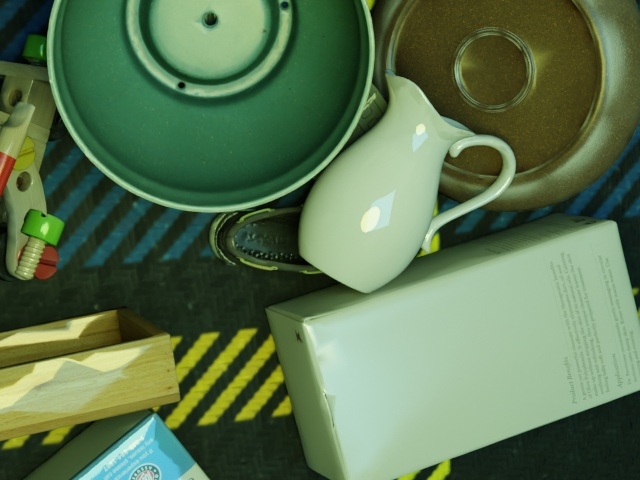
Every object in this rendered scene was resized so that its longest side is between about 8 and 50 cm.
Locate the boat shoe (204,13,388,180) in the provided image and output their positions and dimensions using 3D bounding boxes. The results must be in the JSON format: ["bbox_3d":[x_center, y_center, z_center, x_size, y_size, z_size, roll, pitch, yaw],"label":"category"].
[{"bbox_3d":[-0.036,-0.168,1.884,0.320,0.103,0.118,38,100,-18],"label":"boat shoe"}]

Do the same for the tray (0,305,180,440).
[{"bbox_3d":[-0.360,0.151,1.751,0.411,0.203,0.076,-12,100,-17],"label":"tray"}]

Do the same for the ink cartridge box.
[{"bbox_3d":[-0.176,0.349,1.869,0.223,0.129,0.307,-40,106,-11],"label":"ink cartridge box"}]

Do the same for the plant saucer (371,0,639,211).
[{"bbox_3d":[0.183,-0.178,1.879,0.310,0.050,0.311,4,103,20],"label":"plant saucer"}]

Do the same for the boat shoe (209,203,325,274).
[{"bbox_3d":[0.000,0.000,1.925,0.227,0.068,0.081,-2,96,-18],"label":"boat shoe"}]

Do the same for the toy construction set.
[{"bbox_3d":[-0.315,-0.101,1.706,0.257,0.309,0.237,25,82,-27],"label":"toy construction set"}]

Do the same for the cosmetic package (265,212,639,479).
[{"bbox_3d":[0.149,0.113,1.940,0.365,0.155,0.197,-16,99,-15],"label":"cosmetic package"}]

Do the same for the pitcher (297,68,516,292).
[{"bbox_3d":[0.087,-0.043,1.840,0.177,0.125,0.207,29,95,-16],"label":"pitcher"}]

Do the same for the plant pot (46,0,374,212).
[{"bbox_3d":[-0.103,-0.193,1.707,0.293,0.196,0.293,-1,107,-4],"label":"plant pot"}]
